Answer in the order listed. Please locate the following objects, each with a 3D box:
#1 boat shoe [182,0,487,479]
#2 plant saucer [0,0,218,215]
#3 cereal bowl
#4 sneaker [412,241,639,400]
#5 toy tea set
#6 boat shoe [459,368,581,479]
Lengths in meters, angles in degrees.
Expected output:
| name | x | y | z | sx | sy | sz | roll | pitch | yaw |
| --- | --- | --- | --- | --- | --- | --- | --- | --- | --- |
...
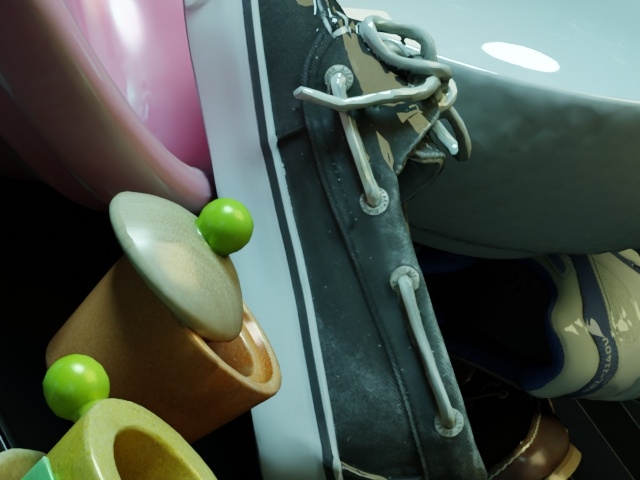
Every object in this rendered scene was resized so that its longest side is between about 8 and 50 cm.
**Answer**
| name | x | y | z | sx | sy | sz | roll | pitch | yaw |
| --- | --- | --- | --- | --- | --- | --- | --- | --- | --- |
| boat shoe | 0.009 | -0.041 | 0.620 | 0.113 | 0.105 | 0.306 | 53 | 27 | -74 |
| plant saucer | -0.136 | -0.156 | 0.616 | 0.332 | 0.084 | 0.332 | -20 | 90 | -81 |
| cereal bowl | 0.091 | -0.090 | 0.837 | 0.339 | 0.141 | 0.339 | 10 | 29 | -6 |
| sneaker | 0.075 | 0.002 | 0.899 | 0.296 | 0.112 | 0.131 | 28 | 19 | 38 |
| toy tea set | 0.016 | 0.111 | 0.445 | 0.336 | 0.124 | 0.200 | 54 | 13 | 17 |
| boat shoe | 0.105 | 0.115 | 0.876 | 0.073 | 0.073 | 0.207 | 55 | 5 | 2 |
